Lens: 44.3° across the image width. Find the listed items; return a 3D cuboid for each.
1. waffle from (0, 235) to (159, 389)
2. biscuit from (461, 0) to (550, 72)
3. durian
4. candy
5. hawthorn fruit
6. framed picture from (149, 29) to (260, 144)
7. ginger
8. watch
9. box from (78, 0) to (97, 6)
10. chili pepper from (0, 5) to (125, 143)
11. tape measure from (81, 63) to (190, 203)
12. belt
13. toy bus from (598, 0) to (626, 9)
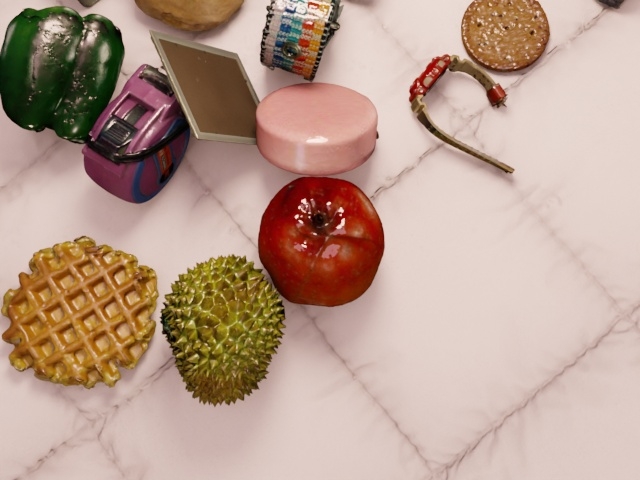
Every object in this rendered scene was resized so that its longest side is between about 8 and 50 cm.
[{"bbox_3d":[-0.488,0.142,1.586,0.324,0.068,0.302,13,82,3],"label":"waffle"},{"bbox_3d":[0.390,-0.444,1.662,0.187,0.027,0.188,0,80,2],"label":"biscuit"},{"bbox_3d":[-0.190,0.165,1.465,0.224,0.291,0.291,11,79,-35],"label":"durian"},{"bbox_3d":[-0.001,-0.225,1.554,0.255,0.094,0.255,1,39,-1],"label":"candy"},{"bbox_3d":[0.000,0.000,1.469,0.253,0.300,0.254,0,83,0],"label":"hawthorn fruit"},{"bbox_3d":[-0.204,-0.287,1.545,0.019,0.296,0.232,-29,79,26],"label":"framed picture"},{"bbox_3d":[-0.289,-0.521,1.649,0.267,0.138,0.152,5,69,-11],"label":"ginger"},{"bbox_3d":[0.309,-0.266,1.614,0.268,0.102,0.165,30,82,-2],"label":"watch"},{"bbox_3d":[-0.480,-0.579,1.674,0.172,0.124,0.093,-38,93,-2],"label":"box"},{"bbox_3d":[-0.522,-0.331,1.581,0.233,0.248,0.257,11,91,-8],"label":"chili pepper"},{"bbox_3d":[-0.356,-0.202,1.555,0.149,0.231,0.245,31,66,6],"label":"tape measure"},{"bbox_3d":[-0.038,-0.430,1.567,0.149,0.257,0.207,17,102,-4],"label":"belt"},{"bbox_3d":[0.529,-0.636,1.655,0.342,0.097,0.138,39,78,9],"label":"toy bus"}]
